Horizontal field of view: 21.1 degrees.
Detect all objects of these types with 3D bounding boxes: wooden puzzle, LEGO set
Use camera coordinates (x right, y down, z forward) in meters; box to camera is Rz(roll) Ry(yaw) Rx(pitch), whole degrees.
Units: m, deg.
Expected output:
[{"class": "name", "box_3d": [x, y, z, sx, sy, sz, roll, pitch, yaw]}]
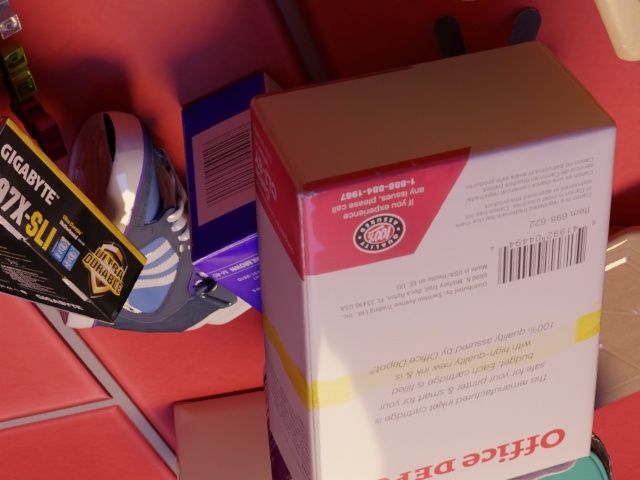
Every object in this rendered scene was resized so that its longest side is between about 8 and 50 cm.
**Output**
[{"class": "wooden puzzle", "box_3d": [0.329, 0.087, 2.022, 0.348, 0.080, 0.322, -25, 143, 34]}, {"class": "LEGO set", "box_3d": [-0.309, -0.155, 1.534, 0.087, 0.093, 0.227, -33, 146, -17]}]

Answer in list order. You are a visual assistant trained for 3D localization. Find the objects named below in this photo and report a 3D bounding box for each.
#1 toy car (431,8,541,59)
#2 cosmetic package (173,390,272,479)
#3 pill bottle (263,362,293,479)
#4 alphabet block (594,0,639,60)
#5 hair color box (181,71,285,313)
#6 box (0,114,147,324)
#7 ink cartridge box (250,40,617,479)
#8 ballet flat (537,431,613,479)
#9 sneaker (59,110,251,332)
[{"class": "toy car", "box_3d": [0.155, -0.131, 1.637, 0.155, 0.149, 0.188, -8, 119, -6]}, {"class": "cosmetic package", "box_3d": [0.011, 0.289, 2.162, 0.365, 0.197, 0.155, -9, 148, 8]}, {"class": "pill bottle", "box_3d": [0.031, 0.216, 1.932, 0.181, 0.323, 0.181, -4, 147, -3]}, {"class": "alphabet block", "box_3d": [0.284, -0.287, 1.325, 0.193, 0.192, 0.197, -15, 145, 16]}, {"class": "hair color box", "box_3d": [0.000, 0.000, 1.721, 0.110, 0.185, 0.339, -24, 143, 25]}, {"class": "box", "box_3d": [-0.351, -0.042, 1.557, 0.322, 0.079, 0.257, 13, 156, 31]}, {"class": "ink cartridge box", "box_3d": [0.094, 0.046, 1.528, 0.279, 0.160, 0.385, -13, 128, -15]}, {"class": "ballet flat", "box_3d": [0.221, 0.217, 1.986, 0.164, 0.182, 0.483, -28, 149, 11]}, {"class": "sneaker", "box_3d": [-0.133, -0.018, 1.737, 0.236, 0.130, 0.323, -2, 145, -19]}]
